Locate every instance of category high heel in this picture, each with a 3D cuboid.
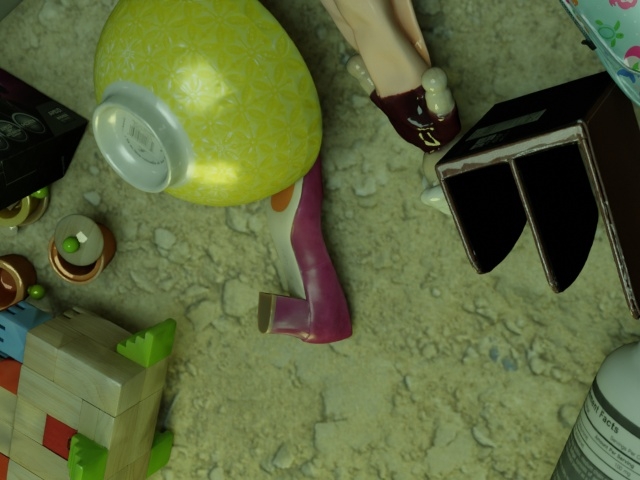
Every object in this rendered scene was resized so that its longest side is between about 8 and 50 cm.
[{"bbox_3d":[0.000,0.000,1.876,0.117,0.082,0.244,6,90,-27],"label":"high heel"}]

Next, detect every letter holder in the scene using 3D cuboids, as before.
[{"bbox_3d":[0.251,-0.033,1.646,0.152,0.302,0.214,-16,100,21],"label":"letter holder"}]

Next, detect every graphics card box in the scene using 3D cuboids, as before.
[{"bbox_3d":[-0.485,-0.173,1.877,0.371,0.233,0.094,32,112,8],"label":"graphics card box"}]

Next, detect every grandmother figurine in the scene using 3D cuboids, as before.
[{"bbox_3d":[0.096,-0.172,1.737,0.104,0.208,0.342,-31,110,-3],"label":"grandmother figurine"}]

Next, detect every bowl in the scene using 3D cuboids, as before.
[{"bbox_3d":[-0.157,-0.141,1.754,0.289,0.156,0.289,29,141,27],"label":"bowl"}]

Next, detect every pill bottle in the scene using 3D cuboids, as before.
[{"bbox_3d":[0.373,0.240,1.736,0.210,0.210,0.363,24,111,10],"label":"pill bottle"}]

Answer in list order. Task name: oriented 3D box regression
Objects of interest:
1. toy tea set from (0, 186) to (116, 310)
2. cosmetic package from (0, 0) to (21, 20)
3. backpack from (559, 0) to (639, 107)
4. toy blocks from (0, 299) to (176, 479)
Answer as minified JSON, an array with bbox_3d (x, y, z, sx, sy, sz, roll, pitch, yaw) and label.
[{"bbox_3d":[-0.421,0.015,1.967,0.336,0.124,0.200,-19,99,22],"label":"toy tea set"},{"bbox_3d":[-0.372,-0.326,1.861,0.231,0.117,0.085,-36,92,22],"label":"cosmetic package"},{"bbox_3d":[0.365,-0.252,1.619,0.225,0.191,0.253,-31,99,22],"label":"backpack"},{"bbox_3d":[-0.340,0.219,1.988,0.261,0.191,0.381,27,121,22],"label":"toy blocks"}]
